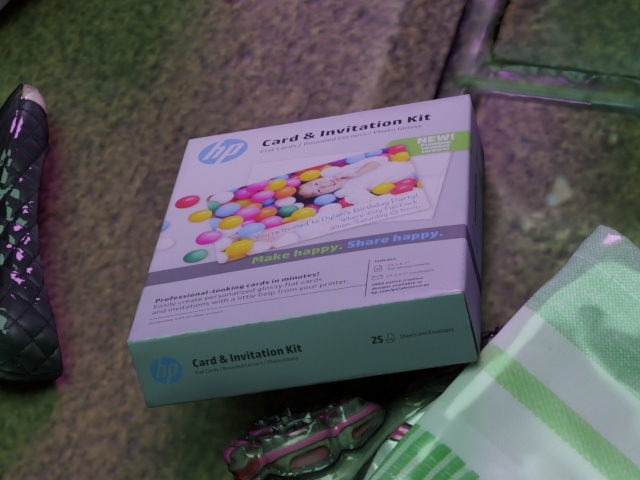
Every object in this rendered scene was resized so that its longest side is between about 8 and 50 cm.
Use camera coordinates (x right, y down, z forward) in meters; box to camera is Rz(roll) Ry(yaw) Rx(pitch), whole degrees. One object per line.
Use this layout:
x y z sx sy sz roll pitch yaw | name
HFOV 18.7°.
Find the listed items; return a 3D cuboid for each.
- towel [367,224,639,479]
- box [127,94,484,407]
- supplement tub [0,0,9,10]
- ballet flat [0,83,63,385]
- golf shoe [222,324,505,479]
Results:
0.099 0.180 0.750 0.248 0.038 0.325 40 75 16 | towel
0.000 0.000 0.881 0.145 0.038 0.186 -8 28 11 | box
-0.298 -0.251 1.077 0.193 0.193 0.316 -37 55 -9 | supplement tub
-0.152 -0.003 0.976 0.049 0.057 0.173 15 55 -23 | ballet flat
0.054 0.091 0.850 0.186 0.067 0.086 -22 95 -10 | golf shoe
